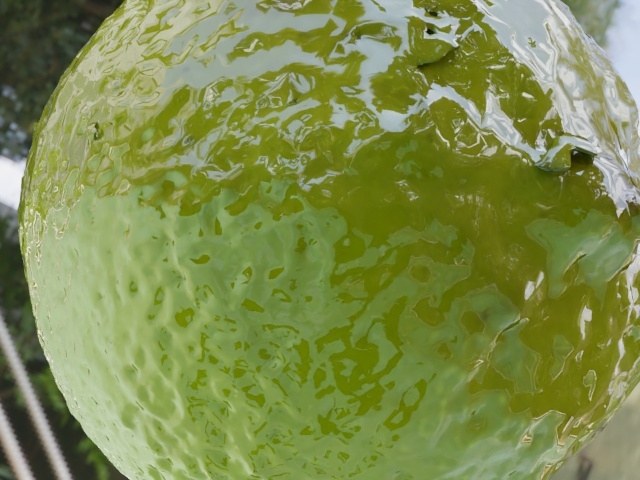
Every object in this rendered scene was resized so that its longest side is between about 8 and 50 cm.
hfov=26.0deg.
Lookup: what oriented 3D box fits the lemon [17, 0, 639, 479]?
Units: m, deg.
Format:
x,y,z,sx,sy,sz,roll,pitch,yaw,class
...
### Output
x,y,z,sx,sy,sz,roll,pitch,yaw,class
0.000,0.000,0.597,0.268,0.268,0.322,30,-20,-25,lemon
